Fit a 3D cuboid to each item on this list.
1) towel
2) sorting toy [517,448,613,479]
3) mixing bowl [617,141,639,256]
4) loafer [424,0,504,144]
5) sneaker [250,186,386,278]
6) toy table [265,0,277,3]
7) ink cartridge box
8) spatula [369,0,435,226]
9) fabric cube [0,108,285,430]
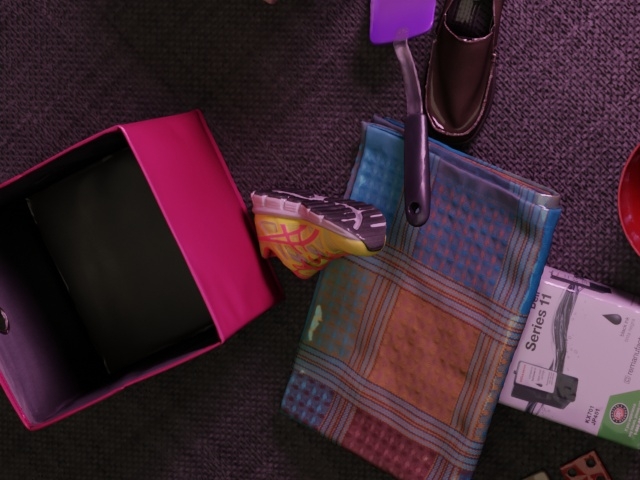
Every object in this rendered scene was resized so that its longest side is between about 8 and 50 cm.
[{"bbox_3d":[0.102,0.076,1.851,0.271,0.040,0.370,26,106,35],"label":"towel"},{"bbox_3d":[0.233,0.346,1.911,0.274,0.046,0.132,-27,92,16],"label":"sorting toy"},{"bbox_3d":[0.408,-0.049,1.779,0.181,0.098,0.181,2,99,12],"label":"mixing bowl"},{"bbox_3d":[0.153,-0.212,1.825,0.080,0.078,0.220,9,101,12],"label":"loafer"},{"bbox_3d":[0.000,0.000,1.864,0.208,0.081,0.094,17,108,52],"label":"sneaker"},{"bbox_3d":[-0.017,-0.365,1.801,0.274,0.161,0.252,42,106,5],"label":"toy table"},{"bbox_3d":[0.275,0.121,1.844,0.208,0.087,0.153,17,102,11],"label":"ink cartridge box"},{"bbox_3d":[0.098,-0.159,1.819,0.084,0.030,0.297,-11,78,30],"label":"spatula"},{"bbox_3d":[-0.229,0.024,1.863,0.259,0.258,0.254,-25,93,16],"label":"fabric cube"}]
